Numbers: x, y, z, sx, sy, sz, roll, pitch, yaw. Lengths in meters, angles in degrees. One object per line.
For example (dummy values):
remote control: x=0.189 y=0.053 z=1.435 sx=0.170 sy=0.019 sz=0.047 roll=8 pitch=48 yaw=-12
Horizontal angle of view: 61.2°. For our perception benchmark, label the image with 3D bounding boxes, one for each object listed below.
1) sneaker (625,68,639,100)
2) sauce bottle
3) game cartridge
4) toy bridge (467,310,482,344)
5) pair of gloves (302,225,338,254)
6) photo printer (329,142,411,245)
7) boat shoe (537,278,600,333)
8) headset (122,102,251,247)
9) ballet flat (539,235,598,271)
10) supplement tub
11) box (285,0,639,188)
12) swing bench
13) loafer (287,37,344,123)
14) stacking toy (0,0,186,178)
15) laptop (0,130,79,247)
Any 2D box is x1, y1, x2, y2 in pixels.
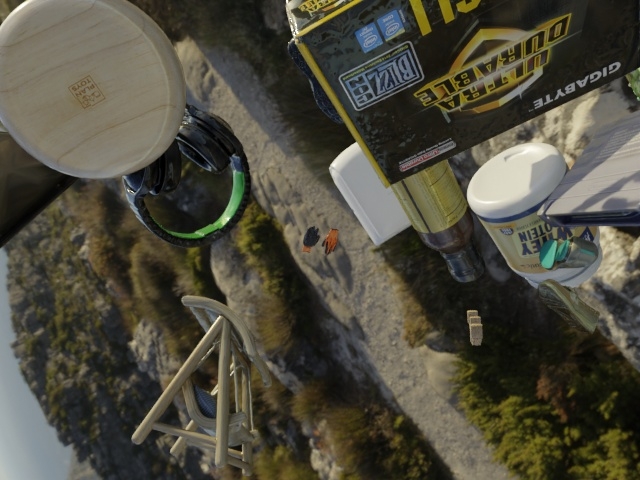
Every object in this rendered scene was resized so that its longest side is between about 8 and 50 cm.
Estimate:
sneaker: x=0.806 y=-0.378 z=1.285 sx=0.158 sy=0.182 sz=0.410 roll=-17 pitch=84 yaw=15
sauce bottle: x=0.211 y=-0.060 z=0.997 sx=0.111 sy=0.111 sz=0.344 roll=11 pitch=143 yaw=48
game cartridge: x=0.506 y=-0.121 z=0.864 sx=0.068 sy=0.230 sz=0.355 roll=41 pitch=180 yaw=-2
toy bridge: x=0.357 y=0.207 z=1.251 sx=0.026 sy=0.188 sz=0.063 roll=-3 pitch=92 yaw=13
pair of gloves: x=0.000 y=0.000 z=1.295 sx=0.010 sy=0.083 sz=0.074 roll=-103 pitch=25 yaw=-59
photo printer: x=0.194 y=-0.174 z=1.667 sx=0.307 sy=0.256 sz=0.107 roll=58 pitch=168 yaw=7
boat shoe: x=0.435 y=0.107 z=0.943 sx=0.153 sy=0.048 sz=0.056 roll=38 pitch=169 yaw=-21
headset: x=-0.286 y=-0.181 z=1.055 sx=0.185 sy=0.243 sz=0.394 roll=22 pitch=133 yaw=48
ballet flat: x=0.502 y=0.033 z=1.096 sx=0.068 sy=0.213 sz=0.072 roll=15 pitch=89 yaw=9
supplement tub: x=0.520 y=-0.049 z=1.296 sx=0.228 sy=0.228 sz=0.316 roll=-2 pitch=136 yaw=52
box: x=0.162 y=-0.215 z=0.568 sx=0.257 sy=0.322 sz=0.079 roll=49 pitch=-158 yaw=-50
swing bench: x=-0.183 y=0.266 z=0.977 sx=0.165 sy=0.254 sz=0.253 roll=12 pitch=155 yaw=8
loafer: x=0.011 y=-0.372 z=1.232 sx=0.076 sy=0.078 sz=0.223 roll=-9 pitch=122 yaw=47
stacking toy: x=-0.209 y=-0.170 z=0.545 sx=0.330 sy=0.141 sz=0.141 roll=-123 pitch=24 yaw=-64
laptop: x=-0.558 y=0.025 z=0.775 sx=0.408 sy=0.382 sz=0.236 roll=7 pitch=127 yaw=8
